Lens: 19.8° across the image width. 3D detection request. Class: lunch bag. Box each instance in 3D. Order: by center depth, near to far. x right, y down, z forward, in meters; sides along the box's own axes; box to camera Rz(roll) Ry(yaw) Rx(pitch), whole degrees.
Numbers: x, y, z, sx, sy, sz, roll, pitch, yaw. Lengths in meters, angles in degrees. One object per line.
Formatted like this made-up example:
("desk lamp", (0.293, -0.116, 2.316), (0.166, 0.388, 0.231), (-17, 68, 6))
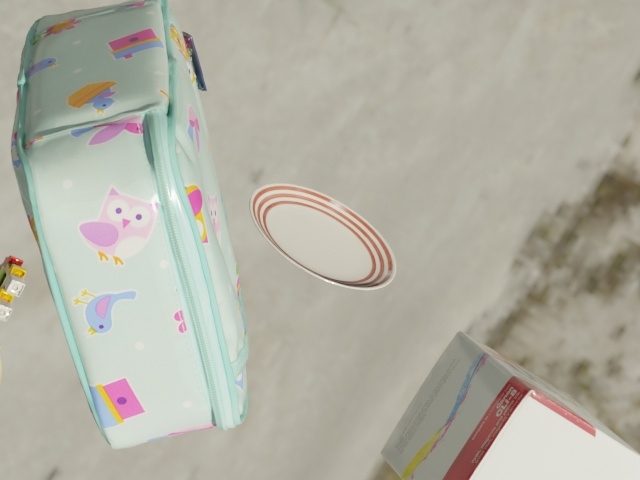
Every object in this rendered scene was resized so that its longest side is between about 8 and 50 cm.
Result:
("lunch bag", (-0.111, -0.015, 1.146), (0.279, 0.107, 0.224), (-101, 177, -60))

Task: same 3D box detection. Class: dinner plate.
("dinner plate", (0.000, 0.000, 1.576), (0.017, 0.141, 0.141), (-59, 176, 26))

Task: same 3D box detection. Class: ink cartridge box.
("ink cartridge box", (0.149, 0.172, 1.450), (0.127, 0.128, 0.176), (-58, -161, 3))

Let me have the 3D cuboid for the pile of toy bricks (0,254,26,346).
("pile of toy bricks", (-0.408, 0.095, 1.985), (0.212, 0.118, 0.105), (-61, -156, 12))

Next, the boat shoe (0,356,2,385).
("boat shoe", (-0.311, 0.160, 1.382), (0.103, 0.113, 0.302), (-29, 148, -32))
